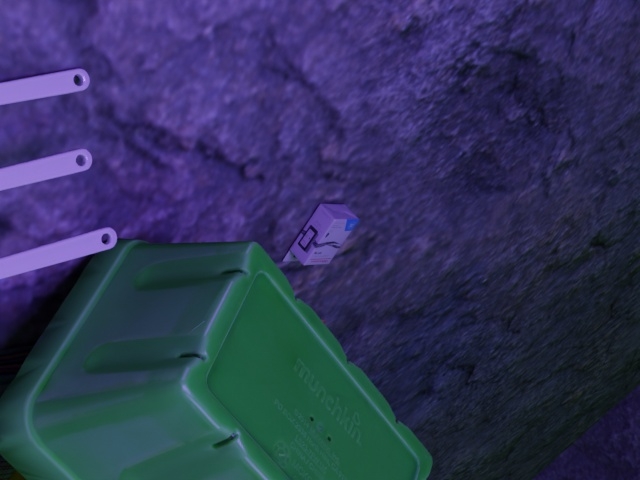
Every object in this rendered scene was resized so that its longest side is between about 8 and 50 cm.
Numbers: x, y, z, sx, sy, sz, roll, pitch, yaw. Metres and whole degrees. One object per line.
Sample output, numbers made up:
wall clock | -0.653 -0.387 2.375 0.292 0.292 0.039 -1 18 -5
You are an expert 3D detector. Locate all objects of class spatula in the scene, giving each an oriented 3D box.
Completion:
spatula | -0.248 -0.030 0.733 0.242 0.019 0.168 -19 104 -44

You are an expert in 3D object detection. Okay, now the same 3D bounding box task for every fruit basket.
fruit basket | -0.141 0.211 0.965 0.283 0.391 0.392 -66 175 -45

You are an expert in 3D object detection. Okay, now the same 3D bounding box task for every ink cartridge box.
ink cartridge box | 0.000 0.000 1.193 0.048 0.028 0.083 -1 132 -53

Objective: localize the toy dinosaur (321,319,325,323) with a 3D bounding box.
toy dinosaur | -0.128 0.199 1.224 0.322 0.164 0.218 -65 171 10

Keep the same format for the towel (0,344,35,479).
towel | -0.397 0.246 1.000 0.271 0.040 0.370 -3 133 -51
